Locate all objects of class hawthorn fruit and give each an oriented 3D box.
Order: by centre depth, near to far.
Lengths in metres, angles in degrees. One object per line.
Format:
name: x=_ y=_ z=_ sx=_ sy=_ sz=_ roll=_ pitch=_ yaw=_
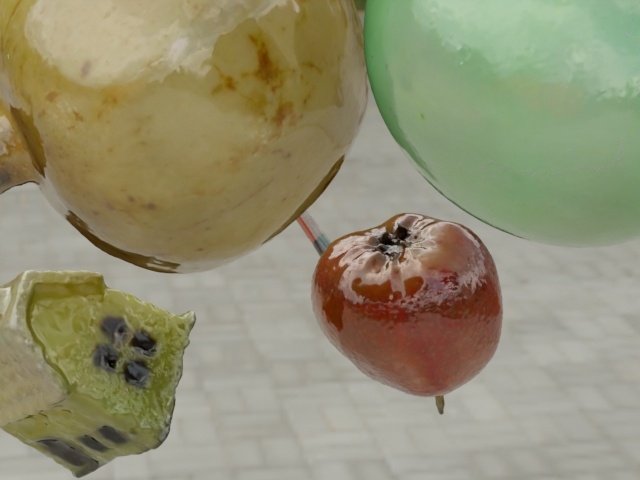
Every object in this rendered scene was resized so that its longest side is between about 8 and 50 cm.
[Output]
hawthorn fruit: x=0.101 y=0.087 z=1.690 sx=0.196 sy=0.225 sz=0.196 roll=-16 pitch=27 yaw=8

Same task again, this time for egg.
egg: x=0.140 y=-0.113 z=0.981 sx=0.220 sy=0.220 sz=0.269 roll=-6 pitch=45 yaw=-17

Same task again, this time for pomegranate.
pomegranate: x=-0.136 y=-0.129 z=1.293 sx=0.342 sy=0.342 sz=0.342 roll=-1 pitch=16 yaw=0

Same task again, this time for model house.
model house: x=-0.279 y=0.117 z=1.716 sx=0.234 sy=0.175 sz=0.193 roll=35 pitch=-35 yaw=-26

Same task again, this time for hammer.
hammer: x=0.000 y=0.000 z=2.187 sx=0.111 sy=0.287 sz=0.033 roll=-30 pitch=-12 yaw=-24
